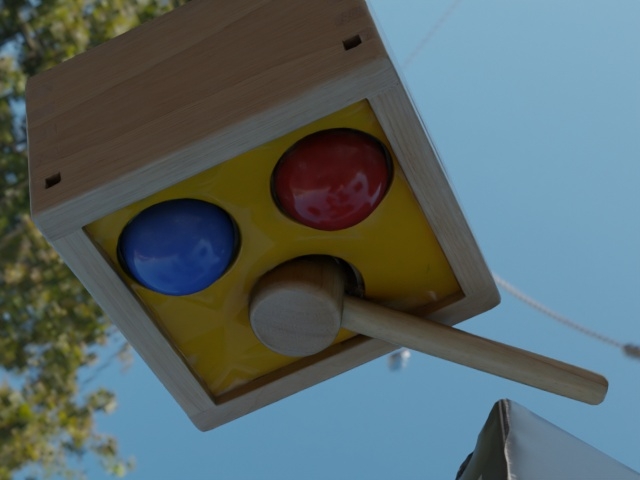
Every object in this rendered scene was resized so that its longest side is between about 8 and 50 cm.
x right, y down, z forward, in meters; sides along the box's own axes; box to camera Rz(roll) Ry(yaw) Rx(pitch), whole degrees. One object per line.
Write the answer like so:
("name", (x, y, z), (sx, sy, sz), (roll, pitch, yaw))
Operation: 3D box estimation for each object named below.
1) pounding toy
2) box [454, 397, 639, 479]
("pounding toy", (0.000, 0.000, 0.426), (0.130, 0.141, 0.100), (-24, -139, 7))
("box", (0.149, 0.304, 0.598), (0.312, 0.343, 0.179), (-60, -177, 15))
